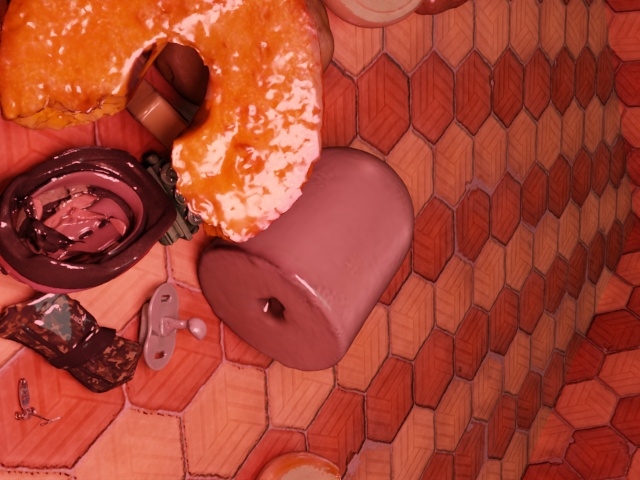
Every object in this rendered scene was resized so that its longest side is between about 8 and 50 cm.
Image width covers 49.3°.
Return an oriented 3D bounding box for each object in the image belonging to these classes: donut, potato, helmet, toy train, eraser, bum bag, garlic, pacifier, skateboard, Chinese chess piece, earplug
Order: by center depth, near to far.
[{"bbox_3d":[-0.186,-0.231,0.968,0.435,0.163,0.377,37,93,-14],"label":"donut"},{"bbox_3d":[-0.354,-0.015,1.013,0.198,0.154,0.253,49,32,7],"label":"helmet"},{"bbox_3d":[-0.419,0.242,1.028,0.032,0.083,0.063,-10,103,-49],"label":"skateboard"},{"bbox_3d":[-0.376,0.156,1.077,0.102,0.069,0.248,-38,135,4],"label":"bum bag"},{"bbox_3d":[-0.242,-0.182,1.140,0.058,0.117,0.172,-44,134,0],"label":"eraser"},{"bbox_3d":[-0.126,-0.352,1.176,0.326,0.221,0.243,-23,106,-32],"label":"potato"},{"bbox_3d":[-0.268,-0.064,1.177,0.111,0.071,0.170,-44,129,-26],"label":"toy train"},{"bbox_3d":[-0.249,0.150,1.199,0.127,0.117,0.150,40,54,-75],"label":"pacifier"},{"bbox_3d":[0.000,0.000,1.324,0.394,0.313,0.312,-53,133,-34],"label":"earplug"},{"bbox_3d":[0.110,-0.577,1.436,0.273,0.102,0.273,-7,110,-19],"label":"Chinese chess piece"},{"bbox_3d":[-0.065,0.538,1.449,0.245,0.164,0.145,-34,138,-36],"label":"garlic"}]

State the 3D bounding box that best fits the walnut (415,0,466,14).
[{"bbox_3d":[0.276,-0.658,1.611,0.273,0.227,0.273,-19,114,-52],"label":"walnut"}]
